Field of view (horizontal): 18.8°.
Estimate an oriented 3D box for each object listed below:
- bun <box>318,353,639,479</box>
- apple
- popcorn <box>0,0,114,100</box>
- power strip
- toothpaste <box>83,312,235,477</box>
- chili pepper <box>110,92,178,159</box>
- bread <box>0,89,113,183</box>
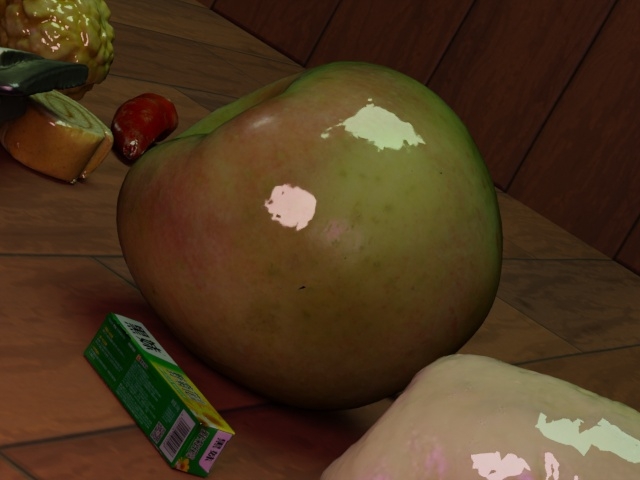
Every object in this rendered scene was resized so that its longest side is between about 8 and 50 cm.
[{"bbox_3d":[0.149,0.228,1.247,0.361,0.213,0.361,26,-18,9],"label":"bun"},{"bbox_3d":[0.000,0.000,1.672,0.277,0.319,0.319,63,6,-11],"label":"apple"},{"bbox_3d":[-0.320,-0.252,2.316,0.170,0.180,0.180,36,12,11],"label":"popcorn"},{"bbox_3d":[-0.379,-0.154,1.895,0.251,0.092,0.257,4,8,7],"label":"power strip"},{"bbox_3d":[-0.126,0.116,1.482,0.037,0.043,0.178,21,14,-37],"label":"toothpaste"},{"bbox_3d":[-0.219,-0.144,2.379,0.071,0.063,0.272,17,14,2],"label":"chili pepper"},{"bbox_3d":[-0.285,-0.120,2.061,0.122,0.073,0.149,24,12,-33],"label":"bread"}]
